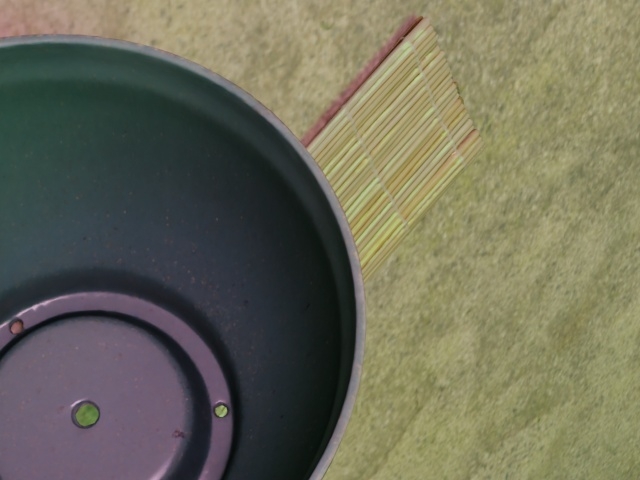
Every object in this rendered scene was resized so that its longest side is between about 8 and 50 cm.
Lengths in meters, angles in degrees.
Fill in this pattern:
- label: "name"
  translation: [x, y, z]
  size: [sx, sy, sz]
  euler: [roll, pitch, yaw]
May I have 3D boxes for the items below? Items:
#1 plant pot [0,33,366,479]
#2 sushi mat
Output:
- label: "plant pot"
  translation: [-0.128, 0.071, 0.727]
  size: [0.293, 0.293, 0.196]
  euler: [-44, 165, -18]
- label: "sushi mat"
  translation: [0.000, 0.000, 0.995]
  size: [0.316, 0.019, 0.151]
  euler: [-49, 139, -13]
